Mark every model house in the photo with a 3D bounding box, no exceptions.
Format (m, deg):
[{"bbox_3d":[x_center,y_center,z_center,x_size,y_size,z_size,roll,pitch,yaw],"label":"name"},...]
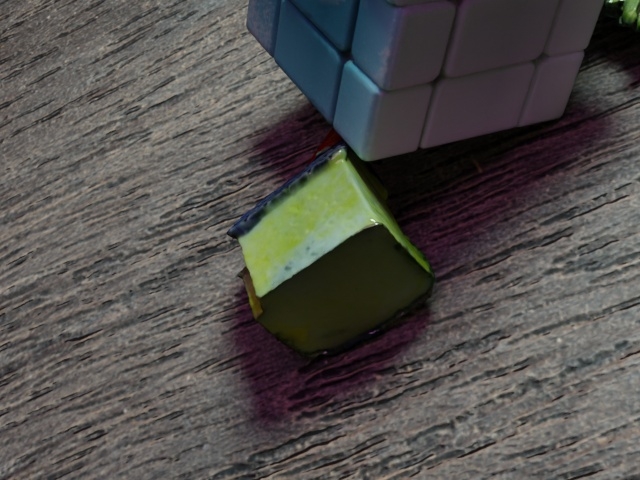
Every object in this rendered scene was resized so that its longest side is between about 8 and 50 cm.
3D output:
[{"bbox_3d":[0.000,0.000,1.339,0.194,0.170,0.211,-37,46,14],"label":"model house"}]

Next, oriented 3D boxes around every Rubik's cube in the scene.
[{"bbox_3d":[0.127,-0.329,1.343,0.319,0.316,0.322,-15,48,-27],"label":"Rubik's cube"}]

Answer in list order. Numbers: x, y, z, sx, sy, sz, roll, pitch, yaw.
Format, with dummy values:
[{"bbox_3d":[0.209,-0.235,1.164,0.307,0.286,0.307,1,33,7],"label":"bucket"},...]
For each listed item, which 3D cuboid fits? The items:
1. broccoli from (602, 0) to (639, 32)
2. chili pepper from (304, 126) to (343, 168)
[{"bbox_3d":[0.479,-0.403,1.384,0.334,0.272,0.324,18,27,38],"label":"broccoli"},{"bbox_3d":[0.006,-0.081,1.456,0.071,0.063,0.272,19,64,18],"label":"chili pepper"}]
